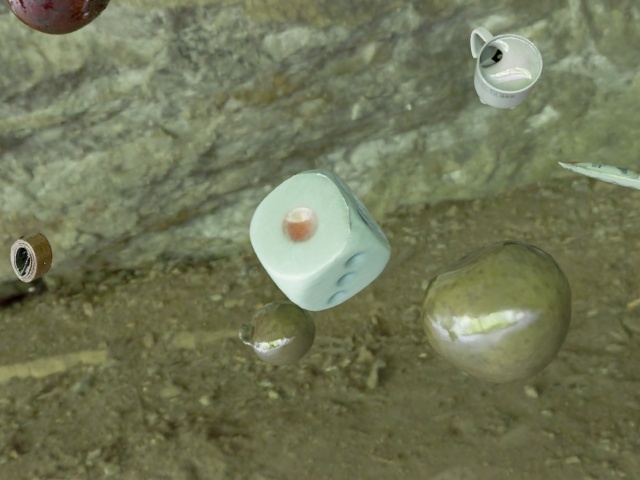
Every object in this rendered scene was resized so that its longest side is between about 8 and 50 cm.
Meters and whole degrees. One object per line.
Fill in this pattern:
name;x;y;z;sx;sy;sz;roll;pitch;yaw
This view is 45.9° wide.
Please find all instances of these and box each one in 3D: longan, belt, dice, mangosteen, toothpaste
longan;-0.114;0.241;1.968;0.204;0.159;0.185;1;31;7
belt;-0.430;0.024;1.120;0.036;0.059;0.083;-35;-13;-48
dice;0.000;0.000;1.918;0.268;0.265;0.262;-38;-28;9
longan;0.298;0.115;1.260;0.246;0.246;0.215;-16;-8;-5
mangosteen;-0.490;-0.494;1.337;0.215;0.257;0.215;-52;0;0
toothpaste;0.616;-0.135;1.574;0.239;0.039;0.062;16;10;24

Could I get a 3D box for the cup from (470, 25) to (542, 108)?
cup;0.384;-0.365;1.647;0.173;0.134;0.142;27;-8;10
